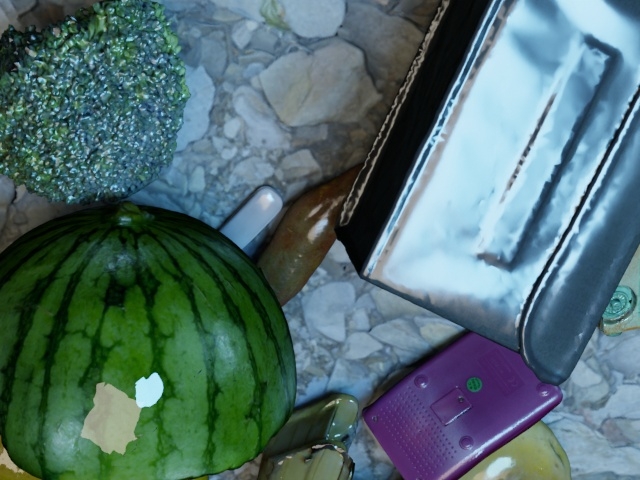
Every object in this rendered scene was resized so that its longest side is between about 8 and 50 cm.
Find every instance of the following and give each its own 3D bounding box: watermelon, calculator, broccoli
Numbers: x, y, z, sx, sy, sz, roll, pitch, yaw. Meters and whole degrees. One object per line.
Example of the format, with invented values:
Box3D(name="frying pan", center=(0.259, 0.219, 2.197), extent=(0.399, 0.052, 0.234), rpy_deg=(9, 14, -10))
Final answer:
Box3D(name="watermelon", center=(-0.165, 0.067, 1.161), extent=(0.330, 0.331, 0.189), rpy_deg=(8, 124, -3))
Box3D(name="calculator", center=(0.148, 0.171, 1.317), extent=(0.190, 0.127, 0.034), rpy_deg=(-37, 151, 0))
Box3D(name="broccoli", center=(-0.221, -0.135, 1.172), extent=(0.197, 0.176, 0.226), rpy_deg=(5, 104, -21))

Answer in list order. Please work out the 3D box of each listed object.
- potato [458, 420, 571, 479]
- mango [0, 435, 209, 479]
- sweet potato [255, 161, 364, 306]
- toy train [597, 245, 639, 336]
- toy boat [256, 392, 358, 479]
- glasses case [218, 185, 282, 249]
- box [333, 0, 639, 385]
Box3D(name="potato", center=(0.168, 0.287, 1.366), extent=(0.150, 0.146, 0.234), rpy_deg=(34, 92, -41))
Box3D(name="mango", center=(-0.260, 0.231, 1.331), extent=(0.317, 0.173, 0.211), rpy_deg=(23, 112, -16))
Box3D(name="sweet potato", center=(-0.006, -0.007, 1.288), extent=(0.078, 0.058, 0.255), rpy_deg=(35, 107, -31))
Box3D(name="toy train", center=(0.313, 0.011, 1.270), extent=(0.099, 0.072, 0.188), rpy_deg=(-14, 123, -8))
Box3D(name="toy boat", center=(-0.014, 0.374, 1.415), extent=(0.162, 0.136, 0.446), rpy_deg=(13, 117, 3))
Box3D(name="glasses case", center=(-0.073, -0.022, 1.299), extent=(0.032, 0.021, 0.083), rpy_deg=(38, 108, -17))
Box3D(name="box", center=(0.176, -0.091, 1.116), extent=(0.204, 0.251, 0.345), rpy_deg=(24, 98, -8))
